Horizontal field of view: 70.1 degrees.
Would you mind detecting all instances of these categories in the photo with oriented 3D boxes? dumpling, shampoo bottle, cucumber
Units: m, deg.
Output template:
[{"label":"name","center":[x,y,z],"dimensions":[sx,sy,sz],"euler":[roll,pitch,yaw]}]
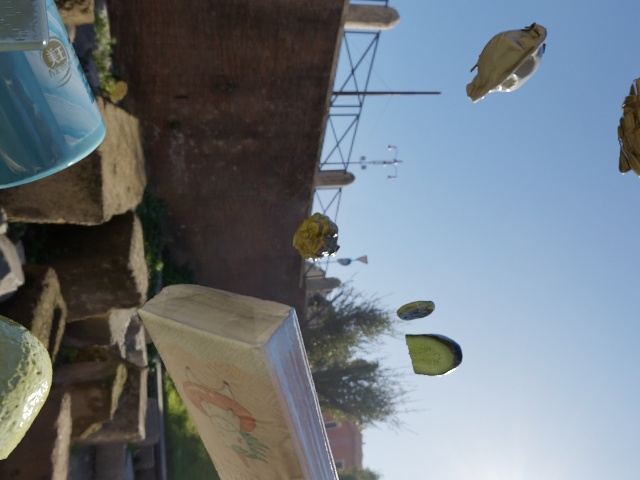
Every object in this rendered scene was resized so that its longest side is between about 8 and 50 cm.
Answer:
[{"label":"dumpling","center":[0.559,-0.508,1.361],"dimensions":[0.293,0.163,0.204],"euler":[-29,-125,59]},{"label":"shampoo bottle","center":[-0.634,-0.316,0.865],"dimensions":[0.331,0.331,0.342],"euler":[-113,-168,-52]},{"label":"cucumber","center":[0.297,0.286,1.158],"dimensions":[0.244,0.063,0.115],"euler":[142,-69,-74]}]

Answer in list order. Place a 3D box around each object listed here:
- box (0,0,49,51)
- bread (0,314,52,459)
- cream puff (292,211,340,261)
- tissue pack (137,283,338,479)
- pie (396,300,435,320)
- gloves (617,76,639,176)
[{"label":"box","center":[-0.377,-0.315,0.503],"dimensions":[0.201,0.090,0.144],"euler":[54,-38,23]},{"label":"bread","center":[-0.628,0.230,0.757],"dimensions":[0.320,0.321,0.237],"euler":[112,-3,-61]},{"label":"cream puff","center":[0.000,0.000,1.270],"dimensions":[0.116,0.146,0.146],"euler":[42,-41,40]},{"label":"tissue pack","center":[-0.076,0.202,0.515],"dimensions":[0.071,0.170,0.325],"euler":[-47,135,-46]},{"label":"pie","center":[0.208,0.152,0.988],"dimensions":[0.085,0.085,0.017],"euler":[106,-20,-54]},{"label":"gloves","center":[0.736,-0.299,0.982],"dimensions":[0.141,0.154,0.331],"euler":[35,-60,24]}]
